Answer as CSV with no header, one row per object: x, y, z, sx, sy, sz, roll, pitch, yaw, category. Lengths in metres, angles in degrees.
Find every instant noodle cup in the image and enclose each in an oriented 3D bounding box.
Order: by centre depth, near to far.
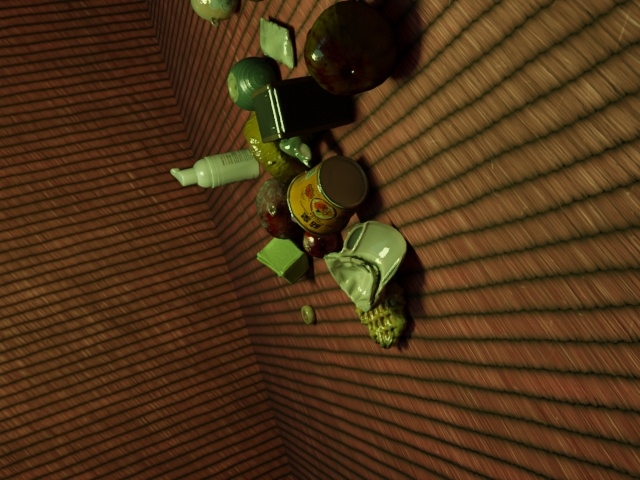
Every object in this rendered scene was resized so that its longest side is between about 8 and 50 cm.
0.032,-0.138,1.647,0.172,0.216,0.215,-37,71,58,instant noodle cup

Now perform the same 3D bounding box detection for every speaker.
-0.053,-0.378,1.619,0.192,0.231,0.153,10,114,67,speaker

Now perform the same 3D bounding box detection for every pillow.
-0.149,-0.662,1.900,0.229,0.051,0.128,45,148,48,pillow

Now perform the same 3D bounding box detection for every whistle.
-0.405,-0.986,2.165,0.189,0.189,0.347,150,116,-69,whistle

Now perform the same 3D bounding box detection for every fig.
0.073,-0.503,1.334,0.217,0.217,0.320,116,161,-60,fig

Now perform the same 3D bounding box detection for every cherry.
-0.131,-0.114,2.030,0.300,0.203,0.230,-72,-27,-81,cherry

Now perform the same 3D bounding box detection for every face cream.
-0.467,-0.306,2.518,0.145,0.370,0.145,163,90,-70,face cream

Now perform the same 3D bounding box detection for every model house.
-0.128,0.068,2.285,0.189,0.195,0.214,46,171,4,model house

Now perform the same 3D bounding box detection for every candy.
-0.148,-0.317,1.913,0.260,0.118,0.260,48,-159,-25,candy

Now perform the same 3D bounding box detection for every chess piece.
-0.050,0.314,2.403,0.084,0.038,0.083,164,90,-71,chess piece

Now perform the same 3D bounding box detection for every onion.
0.000,0.000,1.936,0.131,0.131,0.131,50,149,46,onion

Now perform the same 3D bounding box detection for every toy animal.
-0.071,-0.319,1.764,0.127,0.125,0.251,54,-159,-38,toy animal

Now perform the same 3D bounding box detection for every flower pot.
-0.249,-0.570,2.075,0.243,0.157,0.189,4,111,70,flower pot

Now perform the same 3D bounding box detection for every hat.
0.145,0.068,1.583,0.219,0.226,0.164,49,-178,33,hat

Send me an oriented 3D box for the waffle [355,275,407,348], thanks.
0.172,0.179,1.722,0.281,0.058,0.300,58,153,33,waffle

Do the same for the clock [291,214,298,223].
-0.026,-0.114,1.902,0.050,0.152,0.110,31,179,25,clock

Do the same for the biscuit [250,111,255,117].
-0.243,-0.440,2.357,0.237,0.013,0.232,53,151,41,biscuit
